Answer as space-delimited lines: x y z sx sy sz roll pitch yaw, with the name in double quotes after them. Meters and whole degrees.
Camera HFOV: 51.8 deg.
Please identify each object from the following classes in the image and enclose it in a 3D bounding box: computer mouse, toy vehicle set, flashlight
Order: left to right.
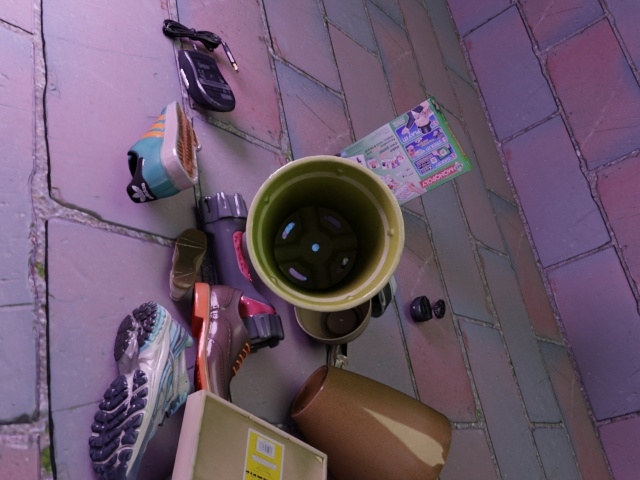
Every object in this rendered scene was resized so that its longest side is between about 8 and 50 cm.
-0.245 -0.370 1.467 0.184 0.060 0.262 -6 60 -52 "computer mouse"
-0.148 0.056 1.249 0.103 0.103 0.304 57 18 -66 "flashlight"
-0.091 0.342 0.939 0.267 0.035 0.166 39 37 -32 "toy vehicle set"
0.303 0.194 1.866 0.242 0.041 0.071 9 68 -61 "computer mouse"

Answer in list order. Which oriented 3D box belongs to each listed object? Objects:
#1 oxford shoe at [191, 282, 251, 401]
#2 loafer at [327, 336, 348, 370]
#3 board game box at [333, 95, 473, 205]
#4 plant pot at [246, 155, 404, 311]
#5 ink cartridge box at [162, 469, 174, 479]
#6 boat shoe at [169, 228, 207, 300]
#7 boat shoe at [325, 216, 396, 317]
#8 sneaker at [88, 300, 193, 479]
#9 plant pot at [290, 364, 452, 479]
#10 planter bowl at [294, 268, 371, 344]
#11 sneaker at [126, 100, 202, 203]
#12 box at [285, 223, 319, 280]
-0.159 0.189 1.086 0.098 0.097 0.271 2 59 -16 "oxford shoe"
0.043 0.249 1.434 0.045 0.039 0.125 36 40 -37 "loafer"
0.216 -0.213 1.768 0.213 0.317 0.046 59 31 -6 "board game box"
0.000 0.000 1.264 0.254 0.276 0.276 125 -59 -82 "plant pot"
-0.119 0.456 0.963 0.289 0.122 0.211 60 31 -3 "ink cartridge box"
-0.241 0.040 1.182 0.056 0.048 0.153 18 41 -17 "boat shoe"
0.070 0.034 1.454 0.306 0.113 0.105 67 30 -22 "boat shoe"
-0.242 0.229 0.972 0.122 0.110 0.283 42 37 -36 "sneaker"
0.074 0.360 1.257 0.254 0.237 0.237 38 36 -9 "plant pot"
0.036 0.156 1.408 0.109 0.162 0.162 65 16 -57 "planter bowl"
-0.293 -0.165 1.202 0.302 0.121 0.108 -104 170 -60 "sneaker"
-0.027 -0.026 1.519 0.100 0.060 0.244 -8 74 -57 "box"
